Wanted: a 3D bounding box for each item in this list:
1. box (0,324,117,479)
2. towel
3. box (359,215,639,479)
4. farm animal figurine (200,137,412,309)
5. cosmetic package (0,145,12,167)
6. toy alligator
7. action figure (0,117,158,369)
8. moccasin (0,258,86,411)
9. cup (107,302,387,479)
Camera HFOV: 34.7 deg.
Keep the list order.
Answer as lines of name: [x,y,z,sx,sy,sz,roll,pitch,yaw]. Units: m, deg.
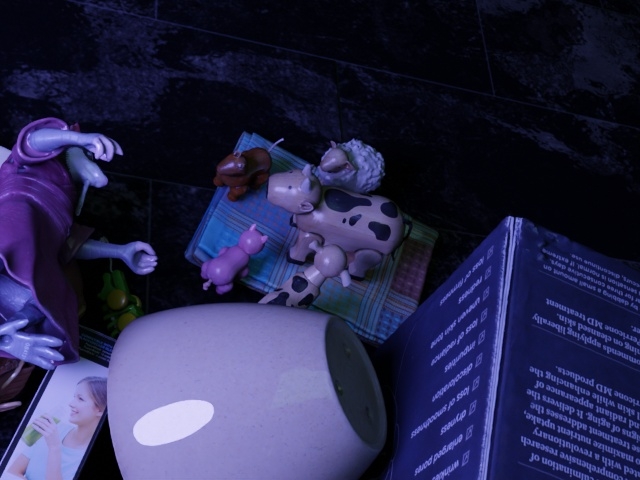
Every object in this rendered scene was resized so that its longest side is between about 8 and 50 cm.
box: [-0.324,0.262,1.212,0.087,0.169,0.290,25,53,-6]
towel: [0.000,0.000,1.616,0.370,0.040,0.271,26,53,-9]
box: [0.207,0.317,1.227,0.297,0.480,0.471,24,52,-10]
farm animal figurine: [-0.011,-0.019,1.490,0.327,0.172,0.330,-1,62,-27]
cosmetic package: [-0.533,-0.076,1.339,0.296,0.153,0.129,24,51,-8]
toy alligator: [-0.284,0.086,1.420,0.051,0.056,0.189,-31,71,6]
action figure: [-0.352,-0.009,1.216,0.276,0.248,0.370,-4,37,3]
moccasin: [-0.410,0.150,1.243,0.380,0.139,0.147,-61,134,-58]
cup: [-0.061,0.208,1.226,0.331,0.237,0.331,55,23,-36]
